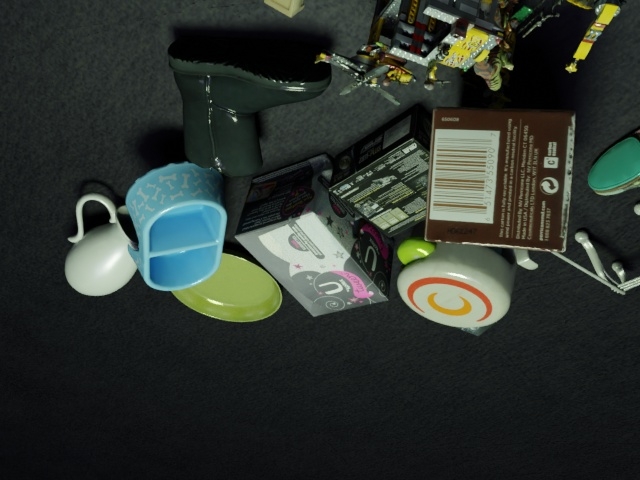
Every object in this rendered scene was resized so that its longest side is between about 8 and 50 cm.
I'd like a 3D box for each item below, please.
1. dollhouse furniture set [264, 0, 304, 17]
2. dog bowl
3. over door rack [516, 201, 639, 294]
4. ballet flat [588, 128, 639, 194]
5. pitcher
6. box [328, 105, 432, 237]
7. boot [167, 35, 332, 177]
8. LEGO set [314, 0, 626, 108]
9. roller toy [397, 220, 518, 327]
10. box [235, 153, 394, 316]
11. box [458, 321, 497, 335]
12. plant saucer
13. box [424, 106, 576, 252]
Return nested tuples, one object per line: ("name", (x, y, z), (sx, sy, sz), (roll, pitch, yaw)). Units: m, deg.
("dollhouse furniture set", (-0.055, -0.392, 0.831), (0.161, 0.101, 0.182), (33, 143, 11))
("dog bowl", (-0.241, -0.012, 1.226), (0.166, 0.074, 0.297), (-11, 148, -20))
("over door rack", (0.484, -0.021, 1.096), (0.324, 0.108, 0.240), (14, 147, -39))
("ballet flat", (0.481, -0.134, 1.017), (0.079, 0.076, 0.221), (4, 145, -23))
("pitcher", (-0.416, 0.005, 1.361), (0.178, 0.125, 0.207), (40, 123, -22))
("box", (0.129, -0.103, 1.124), (0.147, 0.077, 0.180), (35, 136, -27))
("boot", (-0.099, -0.187, 1.059), (0.247, 0.094, 0.207), (10, 138, 12))
("LEGO set", (0.168, -0.220, 0.792), (0.255, 0.192, 0.331), (19, 164, -21))
("roller toy", (0.238, 0.047, 1.229), (0.191, 0.146, 0.209), (9, 146, 19))
("box", (0.000, 0.000, 1.230), (0.163, 0.142, 0.247), (-16, 135, 30))
("box", (0.305, 0.159, 1.453), (0.083, 0.018, 0.067), (23, 139, -15))
("plant saucer", (-0.194, 0.086, 1.466), (0.241, 0.037, 0.241), (7, 142, 5))
("box", (0.236, -0.079, 0.929), (0.167, 0.168, 0.203), (4, -175, 18))
